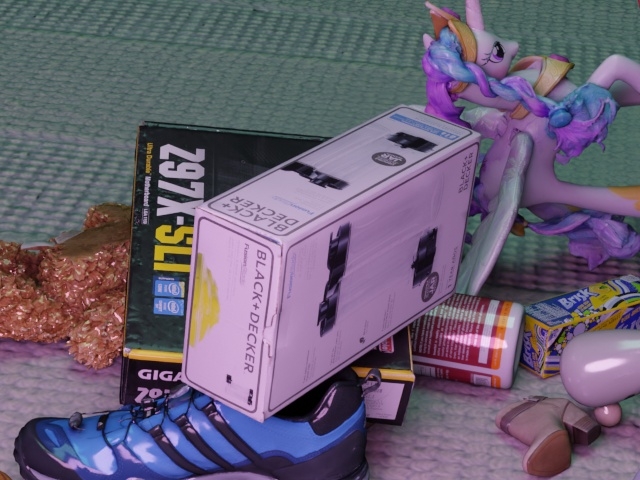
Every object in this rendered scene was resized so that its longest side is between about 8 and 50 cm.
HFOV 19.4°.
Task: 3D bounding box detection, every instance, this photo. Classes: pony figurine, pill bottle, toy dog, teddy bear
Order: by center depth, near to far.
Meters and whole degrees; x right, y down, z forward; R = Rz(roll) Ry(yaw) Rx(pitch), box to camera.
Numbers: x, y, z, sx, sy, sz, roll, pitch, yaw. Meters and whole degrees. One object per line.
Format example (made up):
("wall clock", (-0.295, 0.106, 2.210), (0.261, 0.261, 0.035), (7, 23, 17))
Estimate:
("toy dog", (0.401, 0.152, 1.708), (0.334, 0.161, 0.220), (6, 22, 43))
("pill bottle", (0.119, 0.091, 1.818), (0.152, 0.086, 0.086), (9, 24, 11))
("teddy bear", (-0.222, 0.046, 1.870), (0.338, 0.113, 0.245), (-17, 25, -25))
("pony figurine", (0.204, -0.083, 1.989), (0.363, 0.351, 0.303), (12, 21, -32))

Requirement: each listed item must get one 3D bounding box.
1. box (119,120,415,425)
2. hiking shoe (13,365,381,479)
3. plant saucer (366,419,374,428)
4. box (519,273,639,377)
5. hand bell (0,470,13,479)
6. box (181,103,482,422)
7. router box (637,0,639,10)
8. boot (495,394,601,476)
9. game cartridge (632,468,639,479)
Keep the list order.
("box", (-0.052, 0.025, 1.741), (0.257, 0.079, 0.322), (4, 42, -5))
("hiking shoe", (-0.106, 0.153, 1.584), (0.304, 0.132, 0.113), (1, 23, -7))
("plant saucer", (-0.025, 0.143, 1.741), (0.199, 0.036, 0.198), (4, 23, -2))
("box", (0.271, 0.085, 1.891), (0.169, 0.059, 0.054), (-14, 31, -35))
("hand bell", (-0.239, 0.226, 1.475), (0.126, 0.126, 0.242), (-7, 13, -24))
("box", (0.012, 0.011, 1.549), (0.087, 0.169, 0.290), (24, 34, 28))
("router box", (0.459, -0.160, 2.040), (0.082, 0.335, 0.301), (-22, 56, 25))
("boot", (0.195, 0.176, 1.706), (0.087, 0.042, 0.118), (18, 25, 41))
("game cartridge", (0.365, 0.144, 1.510), (0.062, 0.297, 0.198), (40, 3, -7))
